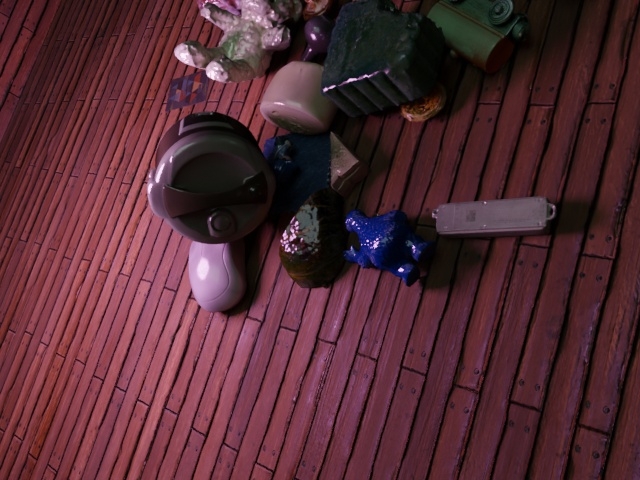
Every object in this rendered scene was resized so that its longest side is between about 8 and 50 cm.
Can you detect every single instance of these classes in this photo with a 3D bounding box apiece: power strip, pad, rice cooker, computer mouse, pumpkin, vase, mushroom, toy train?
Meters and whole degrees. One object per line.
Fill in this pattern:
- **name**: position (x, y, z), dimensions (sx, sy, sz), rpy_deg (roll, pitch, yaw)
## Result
- **power strip**: position (0.383, -0.049, 1.228), dimensions (0.272, 0.052, 0.078), rpy_deg (-3, 71, 32)
- **pad**: position (-0.078, -0.203, 1.624), dimensions (0.269, 0.012, 0.269), rpy_deg (-6, 69, 32)
- **rice cooker**: position (-0.302, -0.175, 1.523), dimensions (0.335, 0.335, 0.325), rpy_deg (-46, 29, 11)
- **computer mouse**: position (-0.311, 0.063, 1.615), dimensions (0.184, 0.121, 0.297), rpy_deg (-21, 63, 28)
- **pad**: position (-0.491, -0.556, 2.045), dimensions (0.211, 0.003, 0.143), rpy_deg (-4, 70, 33)
- **pumpkin**: position (0.000, -0.003, 1.437), dimensions (0.163, 0.111, 0.279), rpy_deg (39, 95, 33)
- **vase**: position (-0.017, -0.585, 1.673), dimensions (0.183, 0.120, 0.120), rpy_deg (-51, 51, 24)
- **mushroom**: position (-0.001, -0.729, 1.725), dimensions (0.127, 0.087, 0.127), rpy_deg (-16, 63, 34)
- **toy train**: position (0.383, -0.536, 1.385), dimensions (0.177, 0.116, 0.285), rpy_deg (-55, 52, 19)

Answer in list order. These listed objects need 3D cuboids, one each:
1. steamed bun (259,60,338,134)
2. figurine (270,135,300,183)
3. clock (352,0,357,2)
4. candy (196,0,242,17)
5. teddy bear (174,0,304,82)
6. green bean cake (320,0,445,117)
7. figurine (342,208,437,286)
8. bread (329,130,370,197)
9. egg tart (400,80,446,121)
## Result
- **steamed bun**: position (-0.059, -0.422, 1.601), dimensions (0.250, 0.154, 0.200), rpy_deg (15, 76, 37)
- **figurine**: position (-0.110, -0.237, 1.607), dimensions (0.086, 0.087, 0.149), rpy_deg (124, 142, -54)
- **clock**: position (0.179, -0.813, 1.630), dimensions (0.308, 0.096, 0.235), rpy_deg (-42, 56, 14)
- **candy**: position (-0.299, -0.865, 1.899), dimensions (0.289, 0.214, 0.157), rpy_deg (-27, 64, 25)
- **teddy bear**: position (-0.225, -0.694, 1.707), dimensions (0.327, 0.375, 0.362), rpy_deg (32, 116, 19)
- **green bean cake**: position (0.171, -0.492, 1.433), dimensions (0.307, 0.169, 0.300), rpy_deg (-4, 64, 45)
- **figurine**: position (0.146, -0.004, 1.327), dimensions (0.262, 0.120, 0.164), rpy_deg (21, 89, 40)
- **bread**: position (0.050, -0.208, 1.498), dimensions (0.105, 0.077, 0.152), rpy_deg (-44, 53, 11)
- **egg tart**: position (0.268, -0.355, 1.425), dimensions (0.128, 0.049, 0.129), rpy_deg (-14, 62, 27)
